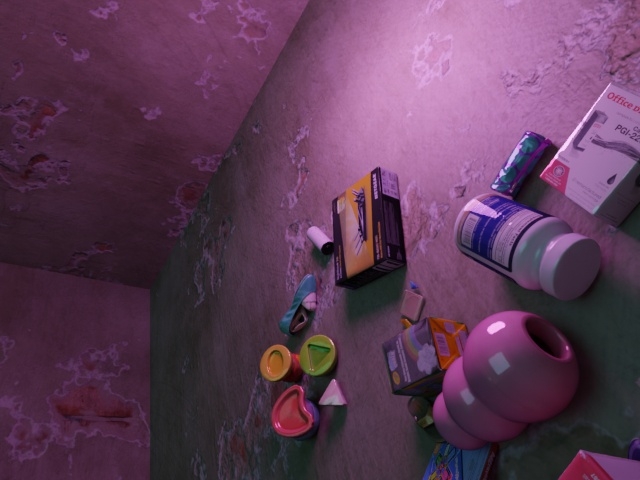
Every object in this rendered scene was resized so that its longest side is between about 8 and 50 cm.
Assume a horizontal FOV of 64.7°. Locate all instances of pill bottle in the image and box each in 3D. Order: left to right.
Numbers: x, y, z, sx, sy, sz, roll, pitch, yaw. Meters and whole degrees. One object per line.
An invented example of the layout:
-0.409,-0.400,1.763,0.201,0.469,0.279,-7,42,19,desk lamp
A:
0.411,0.009,1.025,0.264,0.153,0.153,40,110,56,pill bottle

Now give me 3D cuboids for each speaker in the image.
0.000,0.000,1.774,0.136,0.055,0.055,45,115,55,speaker

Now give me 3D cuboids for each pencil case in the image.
0.448,-0.168,1.130,0.152,0.064,0.070,-62,17,20,pencil case

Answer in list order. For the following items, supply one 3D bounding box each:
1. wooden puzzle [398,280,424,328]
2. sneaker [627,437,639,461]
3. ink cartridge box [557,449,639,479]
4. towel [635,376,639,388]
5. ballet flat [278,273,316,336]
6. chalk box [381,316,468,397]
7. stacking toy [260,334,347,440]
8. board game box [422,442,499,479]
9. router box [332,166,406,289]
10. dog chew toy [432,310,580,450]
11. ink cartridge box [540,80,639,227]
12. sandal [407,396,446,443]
0.243,0.175,1.351,0.078,0.014,0.116,33,105,53,wooden puzzle
0.502,0.397,0.784,0.068,0.071,0.170,-13,65,55,sneaker
0.383,0.532,0.672,0.385,0.160,0.279,-64,26,18,ink cartridge box
0.617,0.160,0.733,0.282,0.049,0.187,-65,31,16,towel
-0.061,0.236,1.760,0.087,0.083,0.247,40,113,30,ballet flat
0.240,0.288,1.194,0.213,0.132,0.132,-43,44,42,chalk box
-0.032,0.466,1.618,0.279,0.130,0.309,-27,53,18,stacking toy
0.258,0.535,1.034,0.145,0.027,0.281,-14,38,54,board game box
0.139,-0.033,1.543,0.243,0.081,0.309,-34,49,47,router box
0.337,0.291,0.986,0.332,0.206,0.207,-62,32,35,dog chew toy
0.549,-0.161,0.941,0.218,0.092,0.159,-58,35,22,ink cartridge box
0.251,0.407,1.174,0.072,0.049,0.180,-51,25,-5,sandal
